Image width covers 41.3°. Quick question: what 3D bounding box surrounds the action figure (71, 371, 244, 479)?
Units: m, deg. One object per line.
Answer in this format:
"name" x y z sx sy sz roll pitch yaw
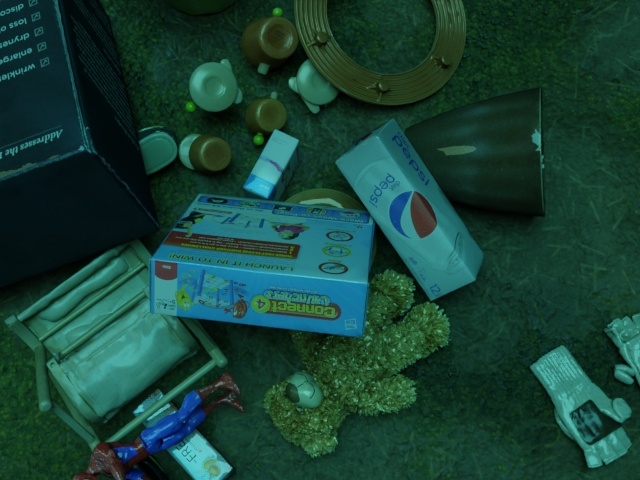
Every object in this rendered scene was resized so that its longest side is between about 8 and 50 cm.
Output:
"action figure" -0.230 0.324 1.277 0.280 0.091 0.139 -26 52 -18

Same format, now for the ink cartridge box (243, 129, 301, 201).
"ink cartridge box" -0.082 -0.120 1.492 0.052 0.088 0.122 24 75 8

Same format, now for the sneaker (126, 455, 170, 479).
"sneaker" -0.250 0.421 1.332 0.235 0.097 0.084 42 79 12

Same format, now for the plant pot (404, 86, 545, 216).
"plant pot" 0.261 -0.143 1.446 0.230 0.215 0.215 -2 73 16

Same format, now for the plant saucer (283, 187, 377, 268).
"plant saucer" 0.000 0.000 1.482 0.200 0.037 0.200 -1 73 2

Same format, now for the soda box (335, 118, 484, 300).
"soda box" 0.151 -0.049 1.391 0.091 0.098 0.286 -29 101 31

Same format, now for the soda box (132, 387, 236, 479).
"soda box" -0.220 0.326 1.377 0.058 0.063 0.183 -43 76 -13

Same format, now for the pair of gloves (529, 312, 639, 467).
"pair of gloves" 0.493 0.240 1.395 0.240 0.042 0.204 -23 74 -6

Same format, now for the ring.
"ring" 0.117 -0.410 1.544 0.336 0.032 0.336 3 81 -18

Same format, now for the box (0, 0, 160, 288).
"box" -0.569 -0.190 1.367 0.480 0.297 0.472 -19 64 3

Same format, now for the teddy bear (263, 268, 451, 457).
"teddy bear" 0.054 0.190 1.387 0.338 0.113 0.245 -25 72 -6

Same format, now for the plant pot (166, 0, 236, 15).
"plant pot" -0.232 -0.551 1.539 0.276 0.254 0.276 -1 74 2

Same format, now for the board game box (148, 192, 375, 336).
"board game box" -0.074 0.027 1.306 0.308 0.302 0.086 6 112 4

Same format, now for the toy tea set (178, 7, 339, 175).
"toy tea set" -0.135 -0.264 1.546 0.336 0.124 0.200 -38 106 -13

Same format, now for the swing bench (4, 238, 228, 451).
"swing bench" -0.330 0.160 1.365 0.253 0.165 0.255 -37 41 -8

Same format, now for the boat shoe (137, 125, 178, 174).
"boat shoe" -0.359 -0.137 1.518 0.228 0.068 0.081 -22 119 5
